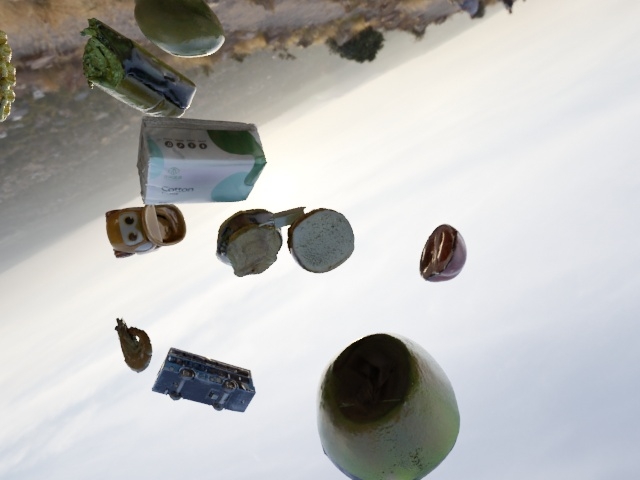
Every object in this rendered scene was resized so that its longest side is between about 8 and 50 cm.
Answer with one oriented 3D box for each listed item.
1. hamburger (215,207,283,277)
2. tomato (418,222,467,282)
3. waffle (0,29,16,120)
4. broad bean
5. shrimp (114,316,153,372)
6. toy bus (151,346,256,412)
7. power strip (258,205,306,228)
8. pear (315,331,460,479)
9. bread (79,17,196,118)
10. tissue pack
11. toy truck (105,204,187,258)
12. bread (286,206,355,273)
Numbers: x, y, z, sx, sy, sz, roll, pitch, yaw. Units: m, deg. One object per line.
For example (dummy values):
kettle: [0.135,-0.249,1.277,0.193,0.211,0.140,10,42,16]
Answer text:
hamburger: [-0.281,0.004,1.654,0.266,0.134,0.284,-10,134,-40]
tomato: [0.441,0.049,1.457,0.228,0.112,0.199,136,-32,-66]
waffle: [-0.990,-0.494,1.243,0.329,0.328,0.062,-19,180,34]
broad bean: [-0.319,-0.491,0.942,0.189,0.263,0.121,-16,154,-35]
shrimp: [-0.495,0.265,1.107,0.099,0.180,0.041,-53,149,14]
toy bus: [-0.356,0.437,1.308,0.106,0.297,0.131,-60,-158,15]
power strip: [-0.128,-0.075,1.441,0.175,0.042,0.075,-14,-159,-1]
pear: [0.147,0.395,1.080,0.399,0.165,0.398,-14,-135,15]
bread: [-0.631,-0.569,1.473,0.208,0.251,0.377,-54,154,13]
tissue pack: [-0.377,-0.242,1.329,0.357,0.193,0.266,-5,157,-29]
toy truck: [-0.729,-0.047,1.748,0.212,0.204,0.288,-15,178,27]
bread: [0.000,0.000,1.391,0.236,0.236,0.070,-33,-158,-13]
